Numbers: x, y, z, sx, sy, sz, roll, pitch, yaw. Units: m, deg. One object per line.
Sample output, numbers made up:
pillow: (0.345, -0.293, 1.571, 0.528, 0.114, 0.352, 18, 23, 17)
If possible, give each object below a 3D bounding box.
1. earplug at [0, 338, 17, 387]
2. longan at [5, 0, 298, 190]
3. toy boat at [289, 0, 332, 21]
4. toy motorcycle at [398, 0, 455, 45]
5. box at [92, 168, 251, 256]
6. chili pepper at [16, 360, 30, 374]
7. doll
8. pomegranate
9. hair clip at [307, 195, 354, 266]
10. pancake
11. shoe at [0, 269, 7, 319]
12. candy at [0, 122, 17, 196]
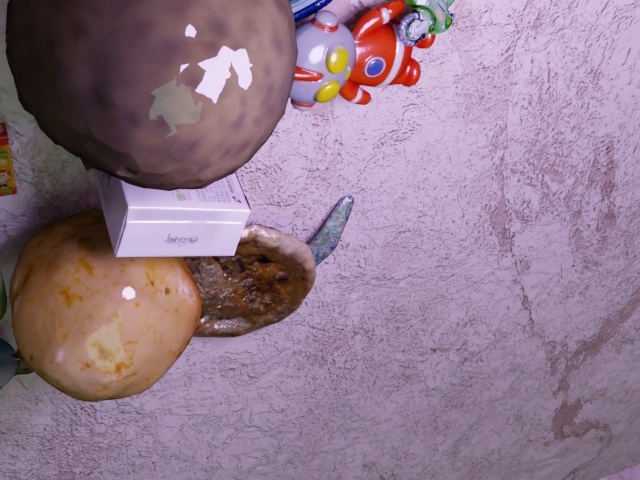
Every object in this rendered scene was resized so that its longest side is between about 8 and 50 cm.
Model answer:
earplug: (-0.695, 0.226, 1.663, 0.324, 0.185, 0.185, 4, 131, -37)
longan: (-0.219, -0.255, 1.253, 0.391, 0.391, 0.391, -14, 138, -14)
toy boat: (-0.083, -0.441, 1.368, 0.220, 0.067, 0.291, -31, 136, 6)
toy motorcycle: (0.179, -0.398, 1.498, 0.106, 0.074, 0.190, 3, 106, -39)
box: (-0.243, -0.100, 1.485, 0.194, 0.260, 0.111, 1, 136, -27)
chili pepper: (-0.625, 0.281, 1.841, 0.201, 0.050, 0.052, -41, 153, 19)
doll: (0.043, -0.291, 1.519, 0.336, 0.105, 0.200, -12, 138, -37)
pomegranate: (-0.380, 0.115, 1.603, 0.342, 0.342, 0.343, -14, 138, -14)
hair clip: (0.000, 0.002, 1.883, 0.066, 0.036, 0.229, 21, 121, -29)
pancake: (-0.174, 0.083, 1.852, 0.356, 0.065, 0.356, -10, 138, -9)
shoe: (-0.595, 0.030, 1.541, 0.128, 0.140, 0.262, -13, 133, -29)
candy: (-0.516, -0.123, 1.487, 0.062, 0.038, 0.122, -11, 136, -18)
